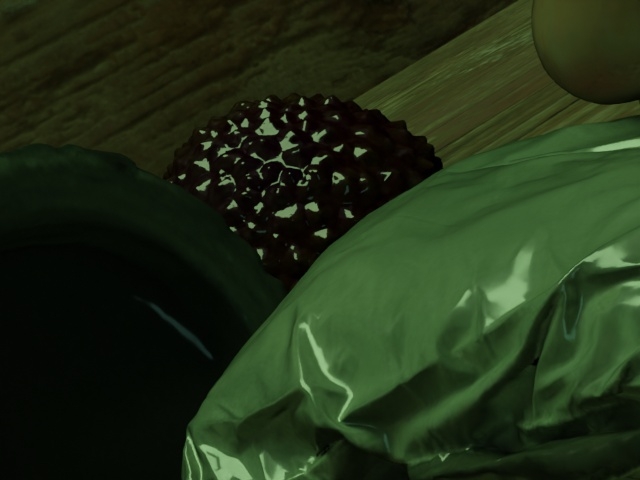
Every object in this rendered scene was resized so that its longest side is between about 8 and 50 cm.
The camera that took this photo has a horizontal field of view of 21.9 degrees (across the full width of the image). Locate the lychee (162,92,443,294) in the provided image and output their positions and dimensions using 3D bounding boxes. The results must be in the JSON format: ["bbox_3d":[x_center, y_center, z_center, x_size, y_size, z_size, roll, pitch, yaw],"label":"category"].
[{"bbox_3d":[0.000,0.000,0.980,0.188,0.188,0.188,-29,9,5],"label":"lychee"}]

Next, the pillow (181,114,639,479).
[{"bbox_3d":[0.100,0.031,0.644,0.283,0.138,0.310,-21,10,33],"label":"pillow"}]

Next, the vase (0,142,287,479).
[{"bbox_3d":[-0.171,0.116,0.767,0.291,0.245,0.245,-27,9,45],"label":"vase"}]

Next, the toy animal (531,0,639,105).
[{"bbox_3d":[0.156,-0.150,0.721,0.345,0.247,0.277,-5,11,38],"label":"toy animal"}]
